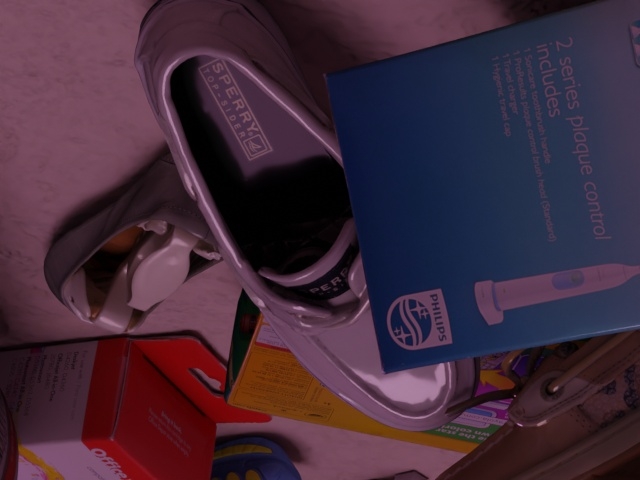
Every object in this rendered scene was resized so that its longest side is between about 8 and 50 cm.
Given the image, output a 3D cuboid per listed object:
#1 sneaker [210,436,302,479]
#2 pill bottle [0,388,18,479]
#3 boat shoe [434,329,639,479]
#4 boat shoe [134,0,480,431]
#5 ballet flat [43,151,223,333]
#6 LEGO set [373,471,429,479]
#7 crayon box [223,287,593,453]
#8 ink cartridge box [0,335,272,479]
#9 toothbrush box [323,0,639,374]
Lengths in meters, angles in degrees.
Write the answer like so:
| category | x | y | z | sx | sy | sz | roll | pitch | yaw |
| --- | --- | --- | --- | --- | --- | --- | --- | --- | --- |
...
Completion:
| category | x | y | z | sx | sy | sz | roll | pitch | yaw |
| --- | --- | --- | --- | --- | --- | --- | --- | --- | --- |
| sneaker | -0.095 | 0.195 | 1.307 | 0.188 | 0.067 | 0.078 | -14 | 137 | 27 |
| pill bottle | -0.311 | 0.062 | 0.992 | 0.210 | 0.210 | 0.363 | 3 | 147 | 9 |
| boat shoe | 0.166 | 0.063 | 0.889 | 0.285 | 0.089 | 0.104 | -34 | 157 | 6 |
| boat shoe | 0.000 | 0.000 | 0.848 | 0.096 | 0.088 | 0.267 | -24 | 115 | 8 |
| ballet flat | -0.110 | 0.016 | 1.009 | 0.072 | 0.068 | 0.213 | 22 | 147 | -22 |
| LEGO set | 0.003 | 0.254 | 1.358 | 0.227 | 0.093 | 0.087 | -19 | 141 | 37 |
| crayon box | 0.095 | 0.055 | 1.013 | 0.278 | 0.081 | 0.165 | 12 | 150 | -6 |
| ink cartridge box | -0.164 | 0.135 | 1.212 | 0.231 | 0.078 | 0.134 | -7 | 147 | 23 |
| toothbrush box | 0.186 | -0.041 | 0.697 | 0.295 | 0.126 | 0.216 | -11 | 179 | 31 |
